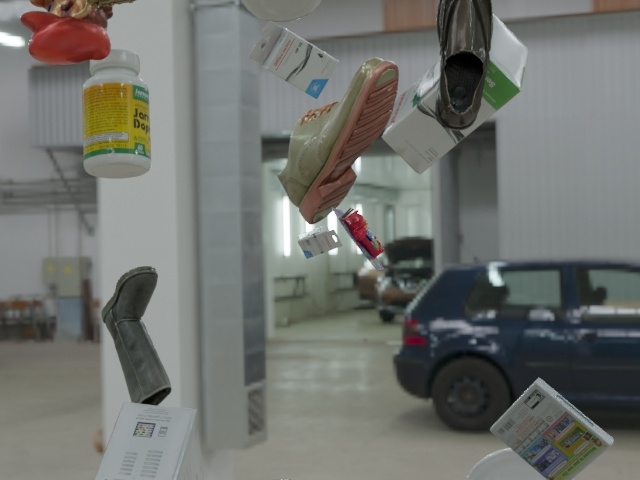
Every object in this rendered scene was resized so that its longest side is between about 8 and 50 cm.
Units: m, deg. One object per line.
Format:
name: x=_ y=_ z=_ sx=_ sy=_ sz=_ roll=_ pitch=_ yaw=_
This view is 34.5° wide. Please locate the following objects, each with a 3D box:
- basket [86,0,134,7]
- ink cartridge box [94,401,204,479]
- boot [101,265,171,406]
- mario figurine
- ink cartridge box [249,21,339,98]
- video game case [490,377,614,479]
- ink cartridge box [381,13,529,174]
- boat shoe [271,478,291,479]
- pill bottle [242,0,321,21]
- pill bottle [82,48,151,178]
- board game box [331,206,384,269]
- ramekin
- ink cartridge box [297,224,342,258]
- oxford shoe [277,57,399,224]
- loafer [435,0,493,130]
basket: x=-0.235 y=-0.492 z=1.358 sx=0.213 sy=0.299 sz=0.223 roll=-23 pitch=1 yaw=-32
ink cartridge box: x=-0.276 y=0.466 z=1.654 sx=0.130 sy=0.309 sz=0.272 roll=4 pitch=38 yaw=6
boot: x=-0.314 y=0.175 z=1.823 sx=0.076 sy=0.208 sz=0.189 roll=1 pitch=-39 yaw=-33
mario figurine: x=-0.382 y=-0.427 z=1.636 sx=0.170 sy=0.320 sz=0.198 roll=16 pitch=-18 yaw=33
ink cartridge box: x=-0.062 y=-0.417 z=2.379 sx=0.180 sy=0.104 sz=0.060 roll=27 pitch=10 yaw=-24
video game case: x=0.476 y=0.404 z=2.144 sx=0.023 sy=0.193 sz=0.212 roll=-40 pitch=-14 yaw=-41
ink cartridge box: x=0.209 y=-0.227 z=1.604 sx=0.219 sy=0.092 sz=0.160 roll=-40 pitch=15 yaw=32
boat shoe: x=-0.053 y=0.456 z=1.648 sx=0.097 sy=0.116 sz=0.324 roll=-26 pitch=-31 yaw=-24
pill bottle: x=-0.093 y=-0.646 z=2.234 sx=0.181 sy=0.323 sz=0.181 roll=-5 pitch=-28 yaw=-3
pill bottle: x=-0.358 y=-0.222 z=1.806 sx=0.118 sy=0.208 sz=0.117 roll=-3 pitch=-11 yaw=-1
board game box: x=0.078 y=-0.011 z=1.788 sx=0.033 sy=0.133 sz=0.169 roll=-37 pitch=-7 yaw=8
ramekin: x=0.462 y=0.598 z=2.348 sx=0.273 sy=0.273 sz=0.127 roll=-1 pitch=-2 yaw=18
ink cartridge box: x=0.000 y=0.000 z=2.137 sx=0.083 sy=0.048 sz=0.028 roll=-19 pitch=31 yaw=15
oxford shoe: x=0.015 y=-0.200 z=1.910 sx=0.140 sy=0.146 sz=0.397 roll=-29 pitch=-22 yaw=-44
loafer: x=0.203 y=-0.263 z=1.416 sx=0.080 sy=0.220 sz=0.078 roll=1 pitch=2 yaw=-2
